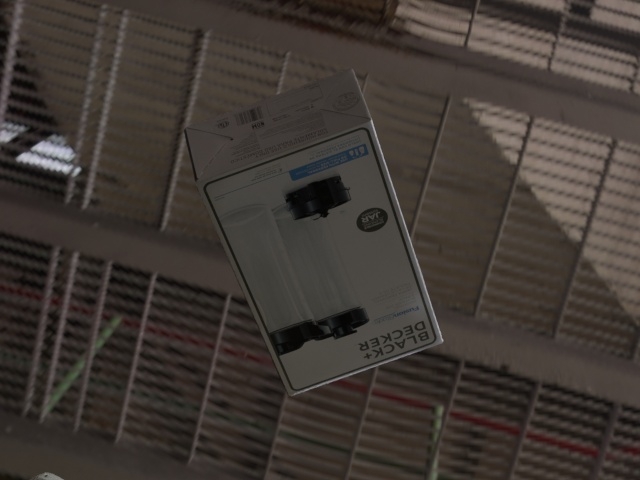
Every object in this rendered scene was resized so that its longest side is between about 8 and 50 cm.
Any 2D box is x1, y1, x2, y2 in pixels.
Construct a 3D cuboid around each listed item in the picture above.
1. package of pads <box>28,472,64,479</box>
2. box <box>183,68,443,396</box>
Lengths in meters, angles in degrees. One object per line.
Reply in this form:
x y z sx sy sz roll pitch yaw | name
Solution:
-0.104 0.308 0.998 0.101 0.229 0.296 -45 -44 -9 | package of pads
0.000 0.000 1.321 0.169 0.087 0.290 -19 -49 1 | box
